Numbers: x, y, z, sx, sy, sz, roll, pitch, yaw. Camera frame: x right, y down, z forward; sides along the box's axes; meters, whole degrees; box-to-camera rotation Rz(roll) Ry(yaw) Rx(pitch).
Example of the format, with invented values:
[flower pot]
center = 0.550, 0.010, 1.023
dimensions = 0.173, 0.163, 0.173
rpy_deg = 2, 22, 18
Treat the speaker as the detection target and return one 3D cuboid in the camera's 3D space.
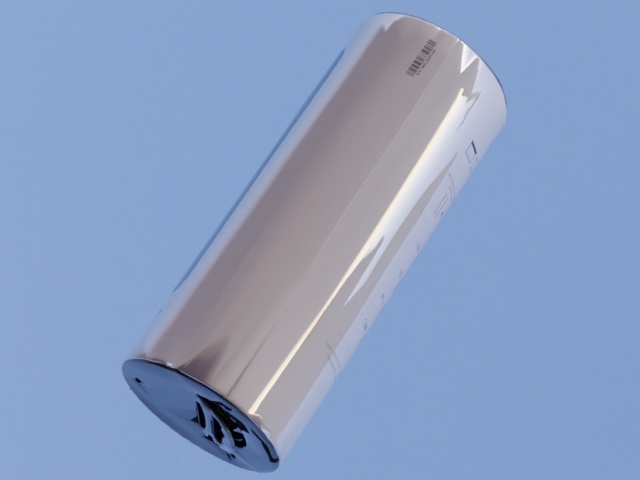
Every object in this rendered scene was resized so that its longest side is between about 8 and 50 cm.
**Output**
[speaker]
center = 0.000, 0.000, 0.572
dimensions = 0.055, 0.055, 0.136
rpy_deg = 22, -115, 25
